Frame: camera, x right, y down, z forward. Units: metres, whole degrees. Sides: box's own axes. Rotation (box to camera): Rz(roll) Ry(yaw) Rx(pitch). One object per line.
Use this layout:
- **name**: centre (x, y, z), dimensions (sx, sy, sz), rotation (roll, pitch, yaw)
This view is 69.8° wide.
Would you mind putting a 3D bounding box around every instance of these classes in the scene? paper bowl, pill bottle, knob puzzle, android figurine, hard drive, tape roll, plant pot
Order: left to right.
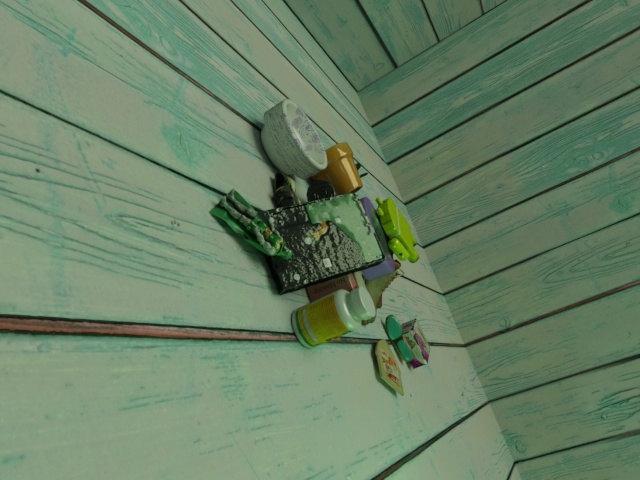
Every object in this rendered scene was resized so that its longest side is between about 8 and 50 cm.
- **paper bowl**: centre (-0.107, -0.353, 1.665), dimensions (0.284, 0.148, 0.284), rotation (51, 23, -32)
- **hard drive**: centre (0.000, 0.000, 1.326), dimensions (0.339, 0.064, 0.237), rotation (-16, 75, -26)
- **pill bottle**: centre (0.037, 0.203, 1.240), dimensions (0.117, 0.208, 0.117), rotation (50, 23, -31)
- **plant pot**: centre (0.074, -0.269, 1.888), dimensions (0.188, 0.205, 0.205), rotation (58, 20, 5)
- **tape roll**: centre (0.164, -0.006, 1.559), dimensions (0.275, 0.090, 0.274), rotation (58, 20, -34)
- **knob puzzle**: centre (0.242, 0.453, 1.690), dimensions (0.213, 0.030, 0.213), rotation (49, 25, -32)
- **android figurine**: centre (0.278, -0.044, 1.677), dimensions (0.273, 0.056, 0.248), rotation (48, 29, -33)

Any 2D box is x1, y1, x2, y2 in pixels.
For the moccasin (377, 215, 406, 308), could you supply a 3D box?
- **moccasin**: centre (0.270, 0.090, 1.854), dimensions (0.139, 0.147, 0.380), rotation (24, 78, -75)

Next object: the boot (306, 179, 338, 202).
- **boot**: centre (0.103, 0.003, 1.787), dimensions (0.445, 0.146, 0.367), rotation (40, 40, -65)

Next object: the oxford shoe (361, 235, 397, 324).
- **oxford shoe**: centre (0.220, 0.146, 1.715), dimensions (0.123, 0.130, 0.348), rotation (30, 66, -74)

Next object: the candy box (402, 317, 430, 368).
- **candy box**: centre (0.421, 0.454, 2.042), dimensions (0.159, 0.071, 0.233), rotation (65, 15, 3)

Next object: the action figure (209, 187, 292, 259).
- **action figure**: centre (-0.164, -0.034, 1.193), dimensions (0.232, 0.063, 0.137), rotation (43, 37, -11)

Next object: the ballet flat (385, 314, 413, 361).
- **ballet flat**: centre (0.320, 0.407, 1.910), dimensions (0.067, 0.073, 0.206), rotation (128, -60, -82)

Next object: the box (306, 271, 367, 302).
- **box**: centre (0.043, 0.129, 1.432), dimensions (0.127, 0.149, 0.232), rotation (20, 46, -63)

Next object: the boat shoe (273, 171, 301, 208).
- **boat shoe**: centre (-0.119, -0.144, 1.491), dimensions (0.073, 0.080, 0.223), rotation (40, 25, -36)

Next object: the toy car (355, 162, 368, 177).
- **toy car**: centre (0.111, -0.283, 2.050), dimensions (0.155, 0.188, 0.149), rotation (34, 35, -53)
